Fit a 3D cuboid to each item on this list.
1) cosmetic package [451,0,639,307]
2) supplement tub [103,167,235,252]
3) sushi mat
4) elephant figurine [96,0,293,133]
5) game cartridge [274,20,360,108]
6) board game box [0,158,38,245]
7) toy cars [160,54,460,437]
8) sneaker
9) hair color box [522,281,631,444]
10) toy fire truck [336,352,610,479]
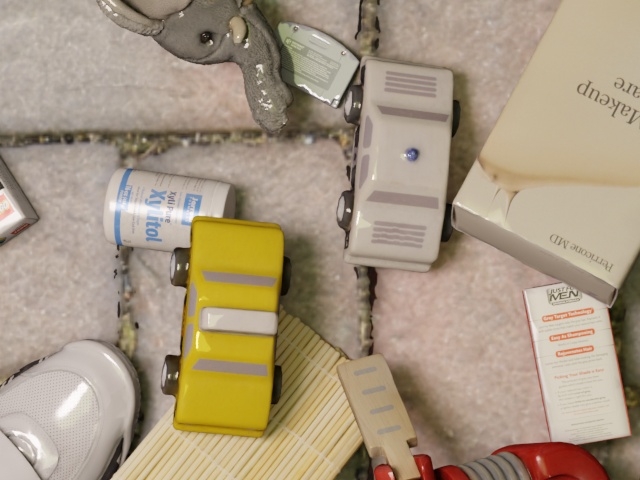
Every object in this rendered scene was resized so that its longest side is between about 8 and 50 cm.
[{"bbox_3d":[0.250,-0.119,1.616,0.160,0.113,0.309,27,82,8],"label":"cosmetic package"},{"bbox_3d":[-0.134,-0.024,1.697,0.107,0.071,0.071,7,89,7],"label":"supplement tub"},{"bbox_3d":[-0.077,0.197,1.629,0.151,0.019,0.316,35,61,9],"label":"sushi mat"},{"bbox_3d":[-0.118,-0.232,1.663,0.186,0.169,0.239,21,102,48],"label":"elephant figurine"},{"bbox_3d":[-0.009,-0.161,1.716,0.083,0.017,0.056,29,95,7],"label":"game cartridge"},{"bbox_3d":[-0.435,-0.016,1.738,0.305,0.053,0.193,-34,84,4],"label":"board game box"},{"bbox_3d":[0.000,0.000,1.628,0.394,0.087,0.176,-44,95,-13],"label":"toy cars"},{"bbox_3d":[-0.306,0.231,1.635,0.366,0.210,0.137,-44,84,3],"label":"sneaker"},{"bbox_3d":[0.222,0.105,1.665,0.072,0.043,0.141,-10,87,5],"label":"hair color box"},{"bbox_3d":[0.122,0.205,1.605,0.217,0.158,0.246,-14,89,-27],"label":"toy fire truck"}]
